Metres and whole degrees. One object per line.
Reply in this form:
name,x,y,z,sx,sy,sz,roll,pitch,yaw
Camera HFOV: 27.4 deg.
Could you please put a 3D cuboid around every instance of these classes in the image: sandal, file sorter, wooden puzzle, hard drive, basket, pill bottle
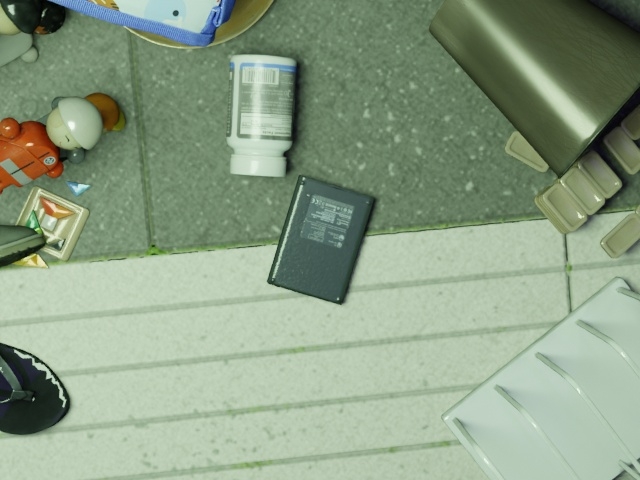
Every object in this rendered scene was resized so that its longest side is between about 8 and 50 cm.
sandal,-0.410,0.144,1.519,0.254,0.054,0.097,34,91,-6
file sorter,0.321,0.210,1.528,0.277,0.173,0.193,-38,97,-2
wooden puzzle,-0.317,-0.019,1.535,0.078,0.014,0.116,18,92,-6
hard drive,0.000,0.000,1.559,0.094,0.022,0.135,17,93,-6
basket,0.248,-0.214,1.486,0.227,0.154,0.204,40,65,7
pill bottle,-0.069,-0.143,1.514,0.078,0.078,0.137,3,94,-5

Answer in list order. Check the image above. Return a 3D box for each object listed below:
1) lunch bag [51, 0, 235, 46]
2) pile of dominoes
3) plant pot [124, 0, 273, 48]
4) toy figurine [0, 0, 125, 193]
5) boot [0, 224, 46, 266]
lunch bag,-0.226,-0.413,1.336,0.385,0.239,0.328,23,113,-2
pile of dominoes,0.362,-0.118,1.584,0.251,0.040,0.196,-42,93,-8
plant pot,-0.155,-0.340,1.516,0.236,0.032,0.236,0,95,-5
toy figurine,-0.318,-0.172,1.425,0.148,0.209,0.213,-28,96,9
boot,-0.430,-0.062,1.496,0.189,0.076,0.209,-14,82,-13
